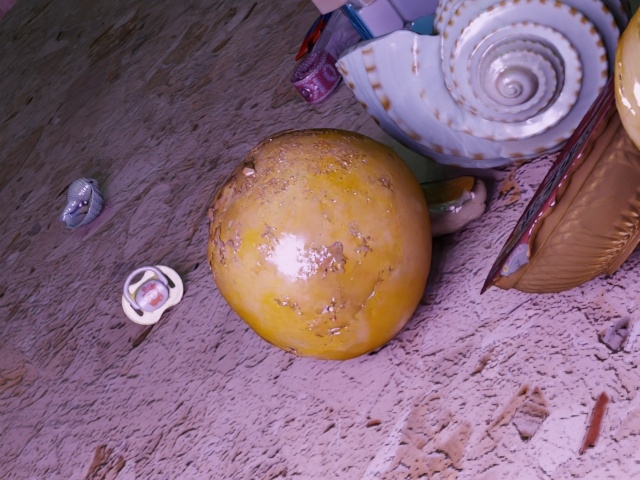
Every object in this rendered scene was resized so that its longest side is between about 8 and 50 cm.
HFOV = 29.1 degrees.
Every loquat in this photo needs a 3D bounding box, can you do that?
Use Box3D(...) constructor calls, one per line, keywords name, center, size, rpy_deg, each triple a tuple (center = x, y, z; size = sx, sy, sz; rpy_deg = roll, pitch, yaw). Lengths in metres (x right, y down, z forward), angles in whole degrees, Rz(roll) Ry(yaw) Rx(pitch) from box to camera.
Box3D(name="loquat", center=(0.000, 0.000, 1.214), size=(0.235, 0.235, 0.235), rpy_deg=(-30, 29, 19))

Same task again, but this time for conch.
Box3D(name="conch", center=(0.184, -0.184, 1.297), size=(0.303, 0.215, 0.319), rpy_deg=(-23, 0, 19))
Box3D(name="conch", center=(-0.370, -0.057, 1.942), size=(0.076, 0.057, 0.085), rpy_deg=(31, 103, 43))

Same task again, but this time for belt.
Box3D(name="belt", center=(0.025, -0.291, 1.807), size=(0.071, 0.053, 0.232), rpy_deg=(-16, 37, 40))

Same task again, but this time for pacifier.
Box3D(name="pacifier", center=(-0.217, 0.066, 1.578), size=(0.083, 0.068, 0.064), rpy_deg=(-42, 1, -4))

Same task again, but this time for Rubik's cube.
Box3D(name="Rubik's cube", center=(0.096, -0.361, 1.649), size=(0.224, 0.213, 0.265), rpy_deg=(-38, 29, 1))

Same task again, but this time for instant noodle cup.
Box3D(name="instant noodle cup", center=(0.248, -0.046, 1.077), size=(0.274, 0.091, 0.274), rpy_deg=(-58, -6, -9))

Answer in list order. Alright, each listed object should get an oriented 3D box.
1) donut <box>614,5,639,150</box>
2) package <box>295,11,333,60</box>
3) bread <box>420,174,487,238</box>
Box3D(name="donut", center=(0.364, -0.180, 0.952), size=(0.170, 0.360, 0.360), rpy_deg=(18, 61, 41))
Box3D(name="package", center=(0.018, -0.363, 1.930), size=(0.083, 0.022, 0.200), rpy_deg=(-43, 15, 53))
Box3D(name="bread", center=(0.088, -0.022, 1.337), size=(0.214, 0.053, 0.073), rpy_deg=(-15, 37, 33))
